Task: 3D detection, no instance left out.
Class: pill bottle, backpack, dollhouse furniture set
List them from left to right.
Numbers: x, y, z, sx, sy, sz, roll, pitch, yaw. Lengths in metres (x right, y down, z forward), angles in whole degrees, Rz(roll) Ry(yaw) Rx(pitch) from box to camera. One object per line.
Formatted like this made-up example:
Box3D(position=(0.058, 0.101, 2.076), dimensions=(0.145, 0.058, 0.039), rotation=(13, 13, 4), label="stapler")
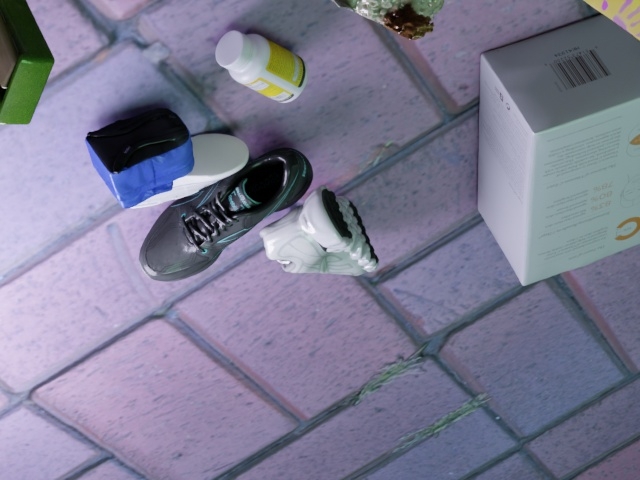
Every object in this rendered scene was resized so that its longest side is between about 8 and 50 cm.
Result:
Box3D(position=(-0.368, -0.282, 1.695), dimensions=(0.197, 0.151, 0.301), rotation=(1, 136, -33), label="dollhouse furniture set")
Box3D(position=(-0.221, -0.106, 2.061), dimensions=(0.120, 0.098, 0.101), rotation=(-28, 144, -14), label="backpack")
Box3D(position=(-0.074, -0.219, 2.036), dimensions=(0.065, 0.065, 0.116), rotation=(-42, 142, 21), label="pill bottle")

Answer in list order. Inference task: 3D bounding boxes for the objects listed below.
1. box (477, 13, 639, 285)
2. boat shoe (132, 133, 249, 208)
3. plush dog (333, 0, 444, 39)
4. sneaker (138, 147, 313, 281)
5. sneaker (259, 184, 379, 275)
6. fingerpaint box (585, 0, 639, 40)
Box3D(position=(0.354, -0.127, 2.335), dimensions=(0.215, 0.168, 0.345), rotation=(-19, 143, -11), label="box")
Box3D(position=(-0.182, -0.084, 2.144), dimensions=(0.184, 0.066, 0.063), rotation=(-23, 159, -9), label="boat shoe")
Box3D(position=(0.101, -0.358, 1.870), dimensions=(0.262, 0.210, 0.225), rotation=(19, 102, -34), label="plush dog")
Box3D(position=(-0.134, -0.042, 2.176), dimensions=(0.267, 0.101, 0.106), rotation=(-37, 175, 1), label="sneaker")
Box3D(position=(0.000, 0.000, 2.293), dimensions=(0.118, 0.110, 0.292), rotation=(-27, 163, 10), label="sneaker")
Box3D(position=(0.475, -0.480, 1.824), dimensions=(0.371, 0.163, 0.445), rotation=(-44, 168, -52), label="fingerpaint box")
